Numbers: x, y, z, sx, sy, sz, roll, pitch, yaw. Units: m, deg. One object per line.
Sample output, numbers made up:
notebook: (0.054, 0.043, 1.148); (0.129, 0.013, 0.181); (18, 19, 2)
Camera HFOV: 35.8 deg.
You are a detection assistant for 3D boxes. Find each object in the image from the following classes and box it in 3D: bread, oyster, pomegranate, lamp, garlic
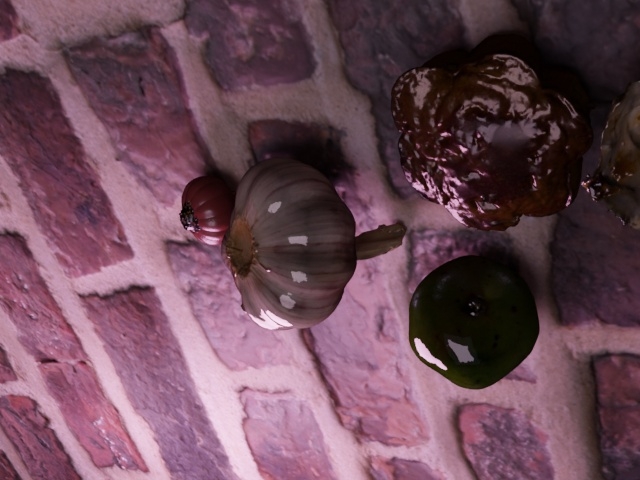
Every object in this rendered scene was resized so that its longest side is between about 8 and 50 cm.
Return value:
bread: (0.217, -0.126, 1.194); (0.232, 0.135, 0.247); (-4, 125, 31)
oyster: (0.471, -0.074, 1.108); (0.337, 0.133, 0.198); (25, 133, 4)
pomegranate: (0.212, 0.124, 1.401); (0.187, 0.187, 0.225); (20, 158, 12)
lamp: (-0.166, -0.045, 1.500); (0.107, 0.092, 0.108); (45, 147, 40)
garlic: (0.000, 0.000, 1.404); (0.253, 0.245, 0.245); (-4, 139, -21)
